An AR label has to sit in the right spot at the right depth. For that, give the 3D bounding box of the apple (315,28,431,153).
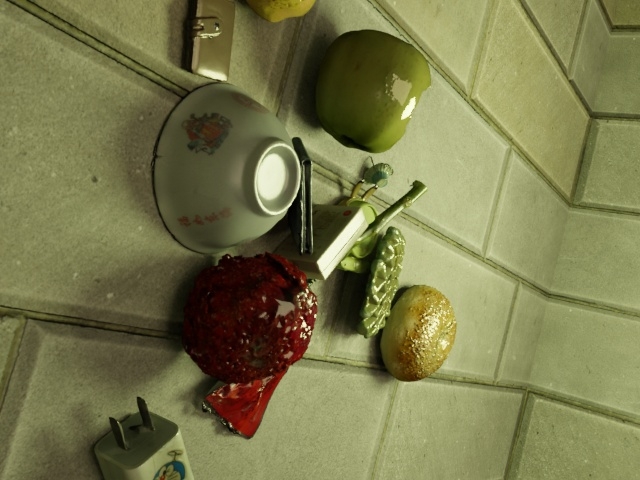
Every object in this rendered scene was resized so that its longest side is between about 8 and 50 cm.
[{"bbox_3d":[0.111,-0.337,1.574,0.279,0.279,0.279,-20,116,-51],"label":"apple"}]

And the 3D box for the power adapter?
[{"bbox_3d":[-0.325,0.379,1.274,0.130,0.125,0.205,-38,129,-42],"label":"power adapter"}]

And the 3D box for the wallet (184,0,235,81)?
[{"bbox_3d":[-0.203,-0.378,1.307,0.118,0.038,0.153,-4,104,-56],"label":"wallet"}]

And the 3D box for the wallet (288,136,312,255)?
[{"bbox_3d":[-0.042,-0.094,1.509,0.036,0.167,0.222,-2,114,-9],"label":"wallet"}]

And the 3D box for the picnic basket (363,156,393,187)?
[{"bbox_3d":[0.151,-0.174,1.848,0.065,0.083,0.083,50,15,-47],"label":"picnic basket"}]

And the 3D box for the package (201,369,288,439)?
[{"bbox_3d":[-0.157,0.328,1.549,0.194,0.071,0.269,-52,143,-11],"label":"package"}]

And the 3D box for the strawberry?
[{"bbox_3d":[-0.131,0.139,1.364,0.274,0.274,0.220,-60,-176,-24],"label":"strawberry"}]

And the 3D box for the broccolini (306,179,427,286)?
[{"bbox_3d":[0.095,-0.029,1.694,0.392,0.074,0.079,-38,175,-19],"label":"broccolini"}]

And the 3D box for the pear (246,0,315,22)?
[{"bbox_3d":[-0.078,-0.507,1.353,0.178,0.177,0.178,-20,116,-51],"label":"pear"}]

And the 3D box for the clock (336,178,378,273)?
[{"bbox_3d":[0.089,-0.037,1.784,0.170,0.069,0.232,13,89,-55],"label":"clock"}]

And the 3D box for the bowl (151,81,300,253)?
[{"bbox_3d":[-0.141,-0.128,1.362,0.345,0.157,0.346,-22,118,-50],"label":"bowl"}]

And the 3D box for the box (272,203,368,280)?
[{"bbox_3d":[0.000,0.000,1.610,0.201,0.140,0.058,-51,132,-36],"label":"box"}]

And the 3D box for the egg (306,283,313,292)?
[{"bbox_3d":[-0.087,0.156,1.540,0.172,0.132,0.132,-40,131,-26],"label":"egg"}]

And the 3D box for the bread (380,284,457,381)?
[{"bbox_3d":[0.303,0.279,2.100,0.305,0.158,0.306,-18,113,-50],"label":"bread"}]

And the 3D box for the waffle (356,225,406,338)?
[{"bbox_3d":[0.167,0.116,1.887,0.292,0.056,0.310,24,83,-76],"label":"waffle"}]
